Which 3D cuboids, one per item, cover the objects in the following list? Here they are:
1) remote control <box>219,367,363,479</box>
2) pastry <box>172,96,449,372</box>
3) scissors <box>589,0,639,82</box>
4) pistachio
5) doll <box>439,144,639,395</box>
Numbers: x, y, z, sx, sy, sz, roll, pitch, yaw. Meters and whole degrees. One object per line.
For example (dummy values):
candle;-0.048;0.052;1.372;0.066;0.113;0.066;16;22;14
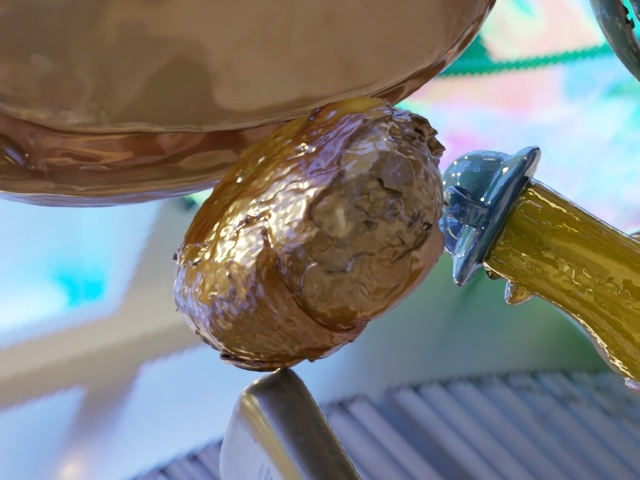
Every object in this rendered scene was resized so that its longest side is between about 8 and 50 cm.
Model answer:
remote control;0.022;0.185;0.987;0.038;0.309;0.090;-4;-52;-28
pastry;-0.004;-0.003;0.952;0.153;0.153;0.081;-39;-64;-13
scissors;0.178;-0.244;1.449;0.032;0.180;0.393;-24;-47;37
pistachio;-0.103;-0.182;1.202;0.445;0.365;0.281;-14;-38;-19
doll;0.228;0.034;1.382;0.363;0.199;0.145;23;-83;-30
